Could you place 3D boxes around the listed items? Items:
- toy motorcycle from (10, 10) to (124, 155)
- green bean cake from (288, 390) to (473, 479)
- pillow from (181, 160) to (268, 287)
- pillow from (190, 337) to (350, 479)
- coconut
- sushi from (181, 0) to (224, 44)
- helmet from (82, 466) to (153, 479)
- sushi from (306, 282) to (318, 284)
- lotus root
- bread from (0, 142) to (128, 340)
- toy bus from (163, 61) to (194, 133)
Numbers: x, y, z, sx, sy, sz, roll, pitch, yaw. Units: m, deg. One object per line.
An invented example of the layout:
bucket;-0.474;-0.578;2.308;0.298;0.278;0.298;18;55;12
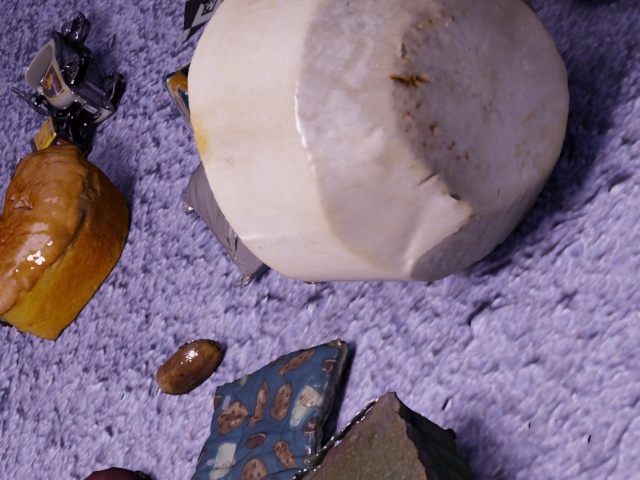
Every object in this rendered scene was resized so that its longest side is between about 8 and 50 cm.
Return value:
toy motorcycle;-0.356;-0.214;2.343;0.157;0.091;0.263;-52;31;17
green bean cake;0.045;0.234;1.289;0.173;0.094;0.181;-47;30;15
pillow;-0.080;-0.058;1.806;0.169;0.059;0.255;-54;28;5
pillow;-0.062;0.216;1.527;0.189;0.034;0.256;-26;41;42
coconut;0.043;-0.108;1.446;0.323;0.323;0.323;-37;34;31
sushi;-0.105;-0.443;2.228;0.292;0.059;0.294;-37;34;30
helmet;-0.214;0.268;1.667;0.098;0.070;0.123;-53;30;7
sushi;0.000;0.000;1.641;0.046;0.044;0.083;-33;38;37
lotus root;-0.136;0.131;1.720;0.083;0.037;0.030;-40;37;26
bread;-0.311;-0.013;2.038;0.134;0.129;0.260;-21;46;44
toy bus;-0.066;-0.177;1.812;0.182;0.091;0.103;-32;28;-6
